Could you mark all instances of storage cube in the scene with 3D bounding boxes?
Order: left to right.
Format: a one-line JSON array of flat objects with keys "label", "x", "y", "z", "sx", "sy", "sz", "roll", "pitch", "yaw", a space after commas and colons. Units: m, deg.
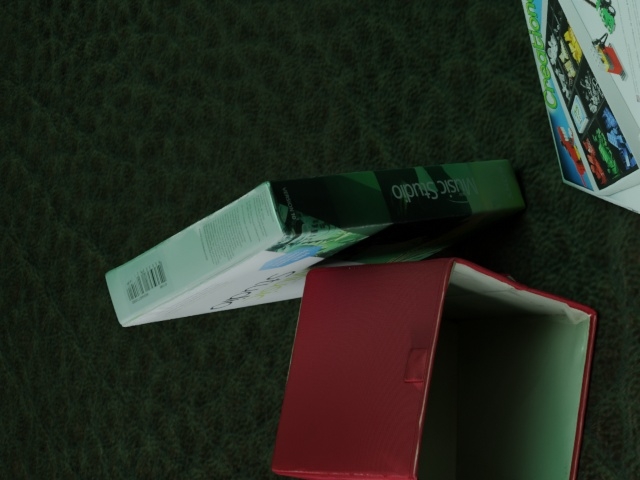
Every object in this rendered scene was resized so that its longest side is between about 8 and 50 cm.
[{"label": "storage cube", "x": 0.096, "y": 0.132, "z": 1.517, "sx": 0.193, "sy": 0.184, "sz": 0.215, "roll": -5, "pitch": 70, "yaw": 51}]

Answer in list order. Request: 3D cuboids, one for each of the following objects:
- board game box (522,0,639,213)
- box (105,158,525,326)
[{"label": "board game box", "x": 0.243, "y": -0.160, "z": 1.411, "sx": 0.053, "sy": 0.305, "sz": 0.193, "roll": -30, "pitch": 31, "yaw": -22}, {"label": "box", "x": 0.000, "y": 0.000, "z": 1.594, "sx": 0.232, "sy": 0.322, "sz": 0.058, "roll": -28, "pitch": 77, "yaw": 43}]
